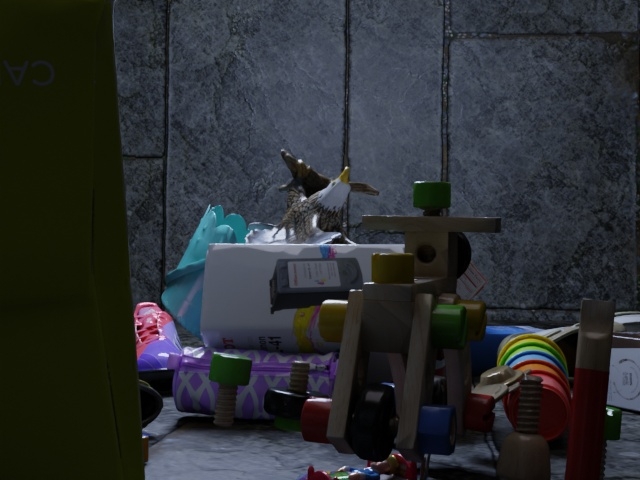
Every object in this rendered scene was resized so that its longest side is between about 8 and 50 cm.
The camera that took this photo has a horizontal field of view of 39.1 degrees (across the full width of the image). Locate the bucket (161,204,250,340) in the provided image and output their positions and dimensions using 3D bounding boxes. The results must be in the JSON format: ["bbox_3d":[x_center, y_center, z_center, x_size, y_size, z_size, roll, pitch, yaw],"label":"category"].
[{"bbox_3d":[-0.128,0.084,1.557,0.281,0.183,0.281,34,4,-3],"label":"bucket"}]

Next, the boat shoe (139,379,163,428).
[{"bbox_3d":[-0.269,0.167,0.926,0.227,0.081,0.068,6,-8,-44],"label":"boat shoe"}]

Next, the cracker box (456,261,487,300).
[{"bbox_3d":[0.155,0.126,1.527,0.232,0.067,0.155,-45,12,-14],"label":"cracker box"}]

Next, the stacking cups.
[{"bbox_3d":[0.262,0.183,1.081,0.096,0.096,0.316,1,3,10],"label":"stacking cups"}]

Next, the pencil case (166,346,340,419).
[{"bbox_3d":[-0.074,0.169,1.076,0.206,0.086,0.088,0,-29,4],"label":"pencil case"}]

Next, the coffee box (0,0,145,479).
[{"bbox_3d":[-0.326,0.016,0.656,0.337,0.338,0.334,-4,3,-20],"label":"coffee box"}]

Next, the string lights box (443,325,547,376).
[{"bbox_3d":[0.287,0.193,1.595,0.259,0.077,0.133,1,-1,-17],"label":"string lights box"}]

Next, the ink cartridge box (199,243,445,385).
[{"bbox_3d":[0.011,0.112,1.182,0.306,0.131,0.226,-1,-33,2],"label":"ink cartridge box"}]

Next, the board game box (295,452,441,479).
[{"bbox_3d":[0.035,0.191,0.730,0.133,0.033,0.168,1,-2,16],"label":"board game box"}]

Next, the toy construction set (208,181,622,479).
[{"bbox_3d":[0.107,0.060,0.746,0.257,0.237,0.308,11,-5,-44],"label":"toy construction set"}]

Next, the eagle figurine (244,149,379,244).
[{"bbox_3d":[0.001,-0.008,1.348,0.226,0.298,0.225,-11,-44,0],"label":"eagle figurine"}]

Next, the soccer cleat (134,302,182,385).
[{"bbox_3d":[-0.266,0.161,1.409,0.108,0.116,0.318,1,-2,-14],"label":"soccer cleat"}]

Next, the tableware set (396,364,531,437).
[{"bbox_3d":[0.142,0.168,0.954,0.168,0.020,0.141,-21,2,34],"label":"tableware set"}]

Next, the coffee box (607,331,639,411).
[{"bbox_3d":[0.482,0.174,1.157,0.141,0.098,0.246,2,-2,-26],"label":"coffee box"}]

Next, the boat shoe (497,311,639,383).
[{"bbox_3d":[0.442,0.181,1.436,0.302,0.113,0.103,-10,2,-9],"label":"boat shoe"}]

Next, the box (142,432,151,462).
[{"bbox_3d":[-0.224,0.193,0.828,0.081,0.028,0.136,-1,-4,43],"label":"box"}]
